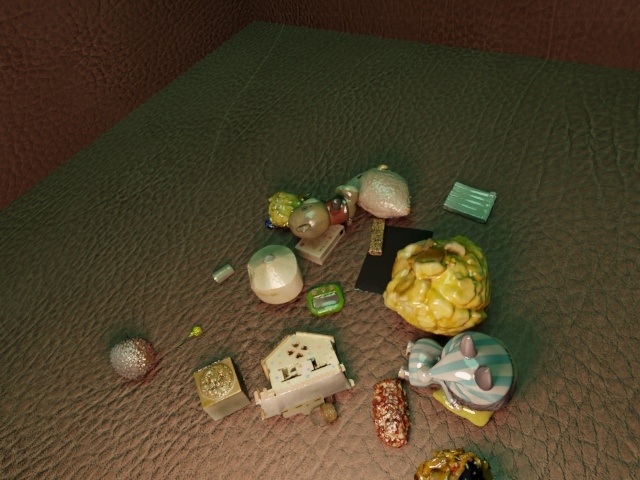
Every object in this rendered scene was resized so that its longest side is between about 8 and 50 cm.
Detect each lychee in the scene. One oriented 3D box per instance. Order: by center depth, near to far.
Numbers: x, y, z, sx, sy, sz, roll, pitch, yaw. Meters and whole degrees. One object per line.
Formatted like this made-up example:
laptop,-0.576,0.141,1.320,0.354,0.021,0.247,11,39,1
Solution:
lychee,-0.712,0.431,1.808,0.165,0.165,0.197,-21,68,-5

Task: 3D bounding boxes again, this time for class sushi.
sushi,0.376,0.677,1.318,0.200,0.213,0.204,-21,58,-37

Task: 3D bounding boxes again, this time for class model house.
model house,-0.074,0.451,1.649,0.326,0.169,0.244,-19,40,-6

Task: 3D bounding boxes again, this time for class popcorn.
popcorn,0.419,0.160,1.671,0.344,0.390,0.354,-34,68,37
popcorn,-0.140,-0.146,2.191,0.195,0.173,0.168,-4,45,-11

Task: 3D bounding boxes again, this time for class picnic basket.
picnic basket,0.008,0.574,1.567,0.083,0.072,0.072,-18,46,-20

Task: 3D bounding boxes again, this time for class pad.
pad,0.308,0.080,1.981,0.247,0.007,0.367,9,52,20

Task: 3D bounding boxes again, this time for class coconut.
coconut,-0.183,0.131,1.907,0.241,0.241,0.241,-7,48,8

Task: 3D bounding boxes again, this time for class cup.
cup,-0.423,0.146,2.077,0.083,0.075,0.054,-36,87,-22

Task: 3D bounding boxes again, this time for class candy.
candy,-0.523,0.386,1.897,0.123,0.035,0.035,-39,40,-9

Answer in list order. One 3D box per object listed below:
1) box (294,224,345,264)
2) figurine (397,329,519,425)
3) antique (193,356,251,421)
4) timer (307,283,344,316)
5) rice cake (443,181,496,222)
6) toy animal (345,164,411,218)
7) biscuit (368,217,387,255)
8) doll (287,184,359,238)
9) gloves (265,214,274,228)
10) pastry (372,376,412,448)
box,0.000,0.000,2.090,0.141,0.058,0.201,20,55,28
figurine,0.422,0.349,1.463,0.361,0.378,0.266,11,52,21
antique,-0.344,0.509,1.660,0.146,0.148,0.152,-26,51,-7
timer,0.020,0.236,1.883,0.140,0.047,0.128,-16,46,0
rice cake,0.657,-0.170,2.097,0.198,0.037,0.189,18,55,26
toy animal,0.278,-0.218,2.131,0.226,0.188,0.358,-41,53,-17
biscuit,0.246,-0.019,2.056,0.064,0.034,0.199,2,49,15
doll,0.019,-0.115,2.046,0.330,0.174,0.235,-23,17,-11
gloves,-0.232,-0.092,2.250,0.064,0.026,0.086,7,51,20
pastry,0.226,0.545,1.525,0.115,0.097,0.208,-15,46,23
